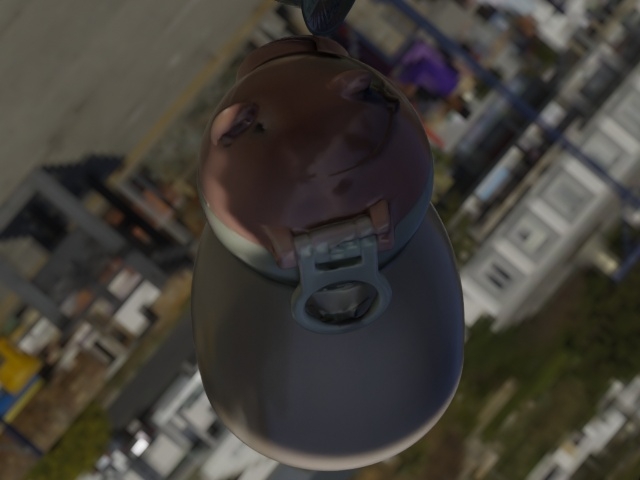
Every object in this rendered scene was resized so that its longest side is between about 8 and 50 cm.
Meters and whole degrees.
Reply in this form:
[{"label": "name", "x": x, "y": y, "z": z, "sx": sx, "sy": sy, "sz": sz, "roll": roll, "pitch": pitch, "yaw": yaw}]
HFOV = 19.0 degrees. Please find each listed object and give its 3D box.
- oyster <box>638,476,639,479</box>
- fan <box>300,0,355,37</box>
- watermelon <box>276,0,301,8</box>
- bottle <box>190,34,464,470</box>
[{"label": "oyster", "x": 0.162, "y": 0.107, "z": 0.551, "sx": 0.166, "sy": 0.110, "sz": 0.341, "roll": -49, "pitch": -153, "yaw": 23}, {"label": "fan", "x": 0.006, "y": -0.146, "z": 1.003, "sx": 0.060, "sy": 0.003, "sz": 0.080, "roll": -49, "pitch": 146, "yaw": -22}, {"label": "watermelon", "x": -0.012, "y": -0.205, "z": 1.241, "sx": 0.105, "sy": 0.105, "sz": 0.133, "roll": -50, "pitch": -150, "yaw": -7}, {"label": "bottle", "x": 0.000, "y": 0.000, "z": 0.976, "sx": 0.147, "sy": 0.147, "sz": 0.236, "roll": -50, "pitch": 154, "yaw": -29}]
